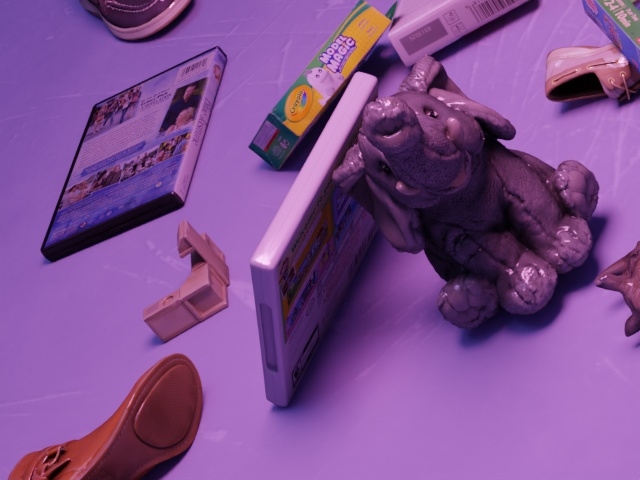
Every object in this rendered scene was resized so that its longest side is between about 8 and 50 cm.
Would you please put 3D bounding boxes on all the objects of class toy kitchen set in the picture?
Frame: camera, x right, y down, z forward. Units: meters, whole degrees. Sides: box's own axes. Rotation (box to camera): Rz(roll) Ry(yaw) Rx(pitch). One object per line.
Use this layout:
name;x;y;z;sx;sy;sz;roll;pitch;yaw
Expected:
toy kitchen set;-0.134;0.031;1.818;0.075;0.068;0.083;-30;31;15

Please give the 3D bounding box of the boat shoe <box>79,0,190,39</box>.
boat shoe;-0.245;-0.317;2.379;0.103;0.092;0.285;-43;30;-7

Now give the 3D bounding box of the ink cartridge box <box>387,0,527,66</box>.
ink cartridge box;0.143;-0.243;1.931;0.145;0.045;0.179;-28;14;19

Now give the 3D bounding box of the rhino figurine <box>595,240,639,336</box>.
rhino figurine;0.282;0.025;1.371;0.243;0.073;0.106;-1;44;49

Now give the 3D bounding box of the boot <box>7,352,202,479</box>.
boot;-0.195;0.180;1.685;0.152;0.073;0.197;-12;37;45

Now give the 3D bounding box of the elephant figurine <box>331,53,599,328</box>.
elephant figurine;0.091;-0.060;1.511;0.186;0.239;0.169;-20;38;47

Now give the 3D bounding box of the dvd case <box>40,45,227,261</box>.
dvd case;-0.197;-0.094;2.100;0.180;0.022;0.253;-22;34;28

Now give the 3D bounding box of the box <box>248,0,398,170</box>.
box;0.006;-0.158;1.901;0.179;0.043;0.105;-50;0;-22

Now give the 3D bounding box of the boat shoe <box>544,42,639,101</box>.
boat shoe;0.249;-0.139;1.657;0.135;0.050;0.045;-6;60;41

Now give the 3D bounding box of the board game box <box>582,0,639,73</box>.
board game box;0.335;-0.209;1.609;0.212;0.039;0.160;-21;31;-2

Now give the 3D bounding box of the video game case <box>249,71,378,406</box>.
video game case;0.000;0.000;1.612;0.023;0.193;0.212;18;55;16
